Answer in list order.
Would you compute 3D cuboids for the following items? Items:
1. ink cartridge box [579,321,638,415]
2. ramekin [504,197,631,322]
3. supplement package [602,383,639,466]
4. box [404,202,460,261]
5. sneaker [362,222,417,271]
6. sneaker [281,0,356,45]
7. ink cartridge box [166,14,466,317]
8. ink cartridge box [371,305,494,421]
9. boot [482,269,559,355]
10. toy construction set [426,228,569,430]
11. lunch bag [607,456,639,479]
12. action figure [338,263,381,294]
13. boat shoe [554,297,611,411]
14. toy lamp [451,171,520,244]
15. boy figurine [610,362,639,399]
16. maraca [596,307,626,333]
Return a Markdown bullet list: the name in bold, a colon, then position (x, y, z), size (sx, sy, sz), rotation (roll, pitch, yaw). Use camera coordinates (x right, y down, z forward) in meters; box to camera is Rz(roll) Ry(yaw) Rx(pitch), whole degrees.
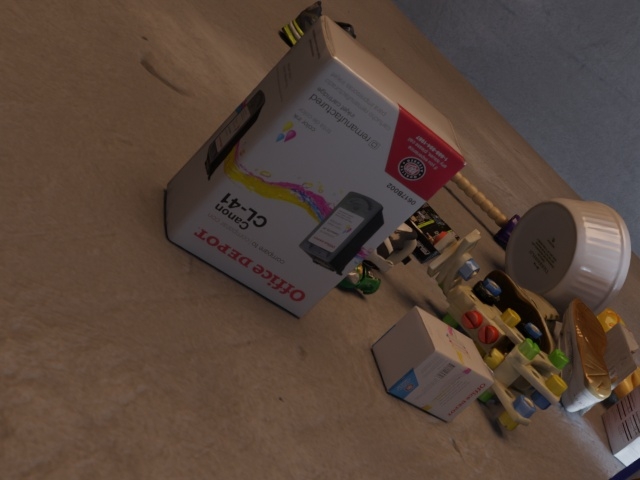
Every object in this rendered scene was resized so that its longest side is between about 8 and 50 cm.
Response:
- **ink cartridge box**: position (0.545, 0.250, 1.786), size (0.045, 0.145, 0.179), rotation (38, 22, -12)
- **ramekin**: position (0.507, 0.033, 1.982), size (0.127, 0.273, 0.273), rotation (17, 31, -29)
- **supplement package**: position (0.672, 0.356, 1.739), size (0.194, 0.203, 0.149), rotation (41, 21, -9)
- **box**: position (0.175, -0.048, 1.813), size (0.184, 0.045, 0.191), rotation (50, 20, 8)
- **sneaker**: position (0.091, -0.028, 1.549), size (0.153, 0.094, 0.235), rotation (41, 21, -12)
- **sneaker**: position (0.055, -0.443, 2.233), size (0.300, 0.121, 0.111), rotation (36, 23, -22)
- **ink cartridge box**: position (-0.011, -0.081, 1.157), size (0.226, 0.306, 0.131), rotation (33, 24, -26)
- **ink cartridge box**: position (0.159, 0.174, 1.291), size (0.143, 0.092, 0.090), rotation (32, 23, -34)
- **boot**: position (0.414, 0.160, 1.820), size (0.165, 0.077, 0.213), rotation (27, 26, -44)
- **toy construction set**: position (0.269, 0.139, 1.508), size (0.215, 0.151, 0.327), rotation (2, 57, -60)
- **lunch bag**: position (0.656, 0.408, 1.352), size (0.239, 0.385, 0.328), rotation (28, 25, -35)
- **action figure**: position (0.000, 0.000, 1.379), size (0.232, 0.063, 0.137), rotation (42, 17, -16)
- **boat shoe**: position (0.481, 0.214, 1.786), size (0.098, 0.096, 0.277), rotation (39, 31, -11)
- **toy lamp**: position (0.389, -0.086, 2.241), size (0.274, 0.080, 0.080), rotation (45, 21, 7)
- **boy figurine**: position (0.618, 0.289, 1.927), size (0.285, 0.092, 0.177), rotation (43, 21, -1)
- **maraca**: position (0.628, 0.229, 2.061), size (0.127, 0.099, 0.185), rotation (-8, 81, -61)
